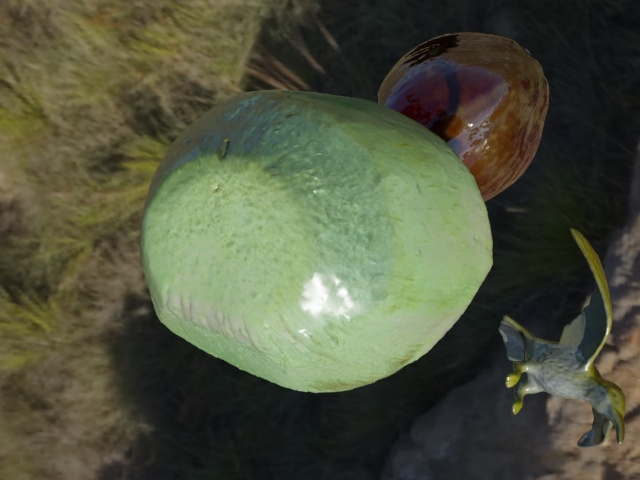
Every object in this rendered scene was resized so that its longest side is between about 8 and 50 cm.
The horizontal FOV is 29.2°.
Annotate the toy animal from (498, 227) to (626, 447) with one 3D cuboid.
[{"bbox_3d":[0.202,0.123,1.024,0.095,0.219,0.155,-5,33,7],"label":"toy animal"}]

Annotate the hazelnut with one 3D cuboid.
[{"bbox_3d":[0.182,-0.146,1.490,0.218,0.234,0.218,5,118,10],"label":"hazelnut"}]

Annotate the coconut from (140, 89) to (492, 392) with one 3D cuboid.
[{"bbox_3d":[0.000,0.000,1.140,0.328,0.328,0.281,-13,82,33],"label":"coconut"}]
